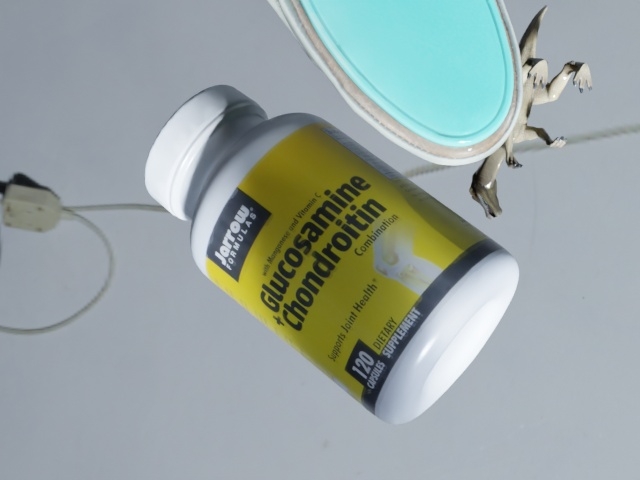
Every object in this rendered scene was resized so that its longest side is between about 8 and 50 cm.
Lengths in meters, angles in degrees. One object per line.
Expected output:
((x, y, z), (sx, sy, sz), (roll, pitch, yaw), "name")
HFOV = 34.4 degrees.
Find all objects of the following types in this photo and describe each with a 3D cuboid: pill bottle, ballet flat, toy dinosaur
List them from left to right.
((0.000, 0.000, 0.526), (0.184, 0.103, 0.103), (37, 96, 20), "pill bottle")
((0.000, -0.116, 0.390), (0.072, 0.068, 0.213), (-36, 85, -7), "ballet flat")
((0.144, -0.109, 0.746), (0.053, 0.093, 0.183), (24, 77, -24), "toy dinosaur")
